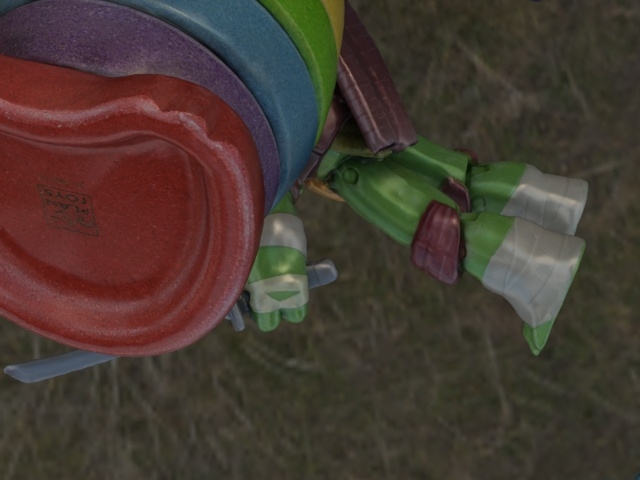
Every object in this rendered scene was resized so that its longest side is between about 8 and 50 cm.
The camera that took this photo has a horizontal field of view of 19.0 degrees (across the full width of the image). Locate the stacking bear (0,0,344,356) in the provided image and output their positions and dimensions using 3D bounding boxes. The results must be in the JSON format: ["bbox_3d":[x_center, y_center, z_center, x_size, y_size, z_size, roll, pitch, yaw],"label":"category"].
[{"bbox_3d":[-0.058,-0.106,0.848,0.175,0.289,0.164,13,140,16],"label":"stacking bear"}]

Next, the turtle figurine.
[{"bbox_3d":[0.000,0.000,1.076,0.266,0.274,0.198,21,171,1],"label":"turtle figurine"}]

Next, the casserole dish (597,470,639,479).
[{"bbox_3d":[0.098,0.139,0.443,0.037,0.114,0.188,-30,114,-24],"label":"casserole dish"}]
